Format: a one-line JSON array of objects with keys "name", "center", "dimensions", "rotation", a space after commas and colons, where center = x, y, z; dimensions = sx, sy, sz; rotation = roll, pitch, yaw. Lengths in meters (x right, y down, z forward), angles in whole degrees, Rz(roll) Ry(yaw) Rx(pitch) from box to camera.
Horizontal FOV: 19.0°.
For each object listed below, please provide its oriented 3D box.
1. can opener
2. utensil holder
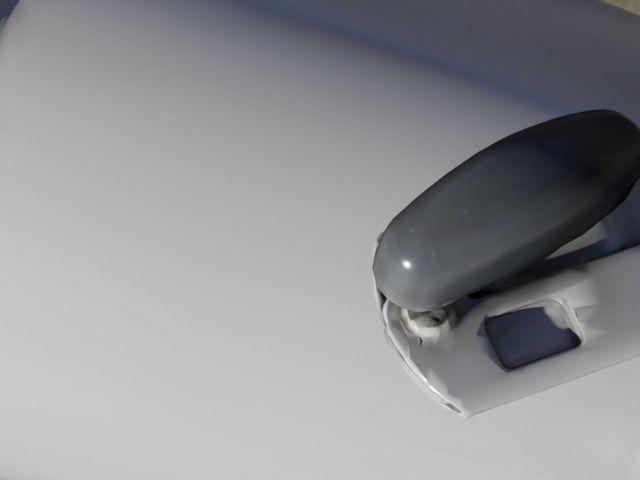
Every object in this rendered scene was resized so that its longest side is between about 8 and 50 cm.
[{"name": "can opener", "center": [0.152, -0.018, 0.681], "dimensions": [0.283, 0.095, 0.076], "rotation": [-19, 68, -14]}, {"name": "utensil holder", "center": [0.000, 0.000, 0.940], "dimensions": [0.385, 0.327, 0.327], "rotation": [17, 90, -1]}]
